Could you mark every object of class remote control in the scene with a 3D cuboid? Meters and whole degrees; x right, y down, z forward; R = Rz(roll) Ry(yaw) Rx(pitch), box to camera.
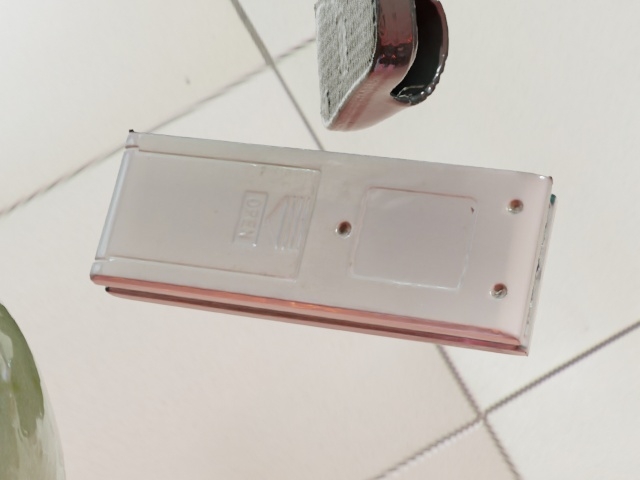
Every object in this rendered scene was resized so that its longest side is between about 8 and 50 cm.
[{"bbox_3d":[0.000,0.000,0.927,0.277,0.055,0.103,7,73,19],"label":"remote control"}]

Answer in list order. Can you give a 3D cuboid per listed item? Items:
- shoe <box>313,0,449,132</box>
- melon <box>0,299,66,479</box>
[{"bbox_3d":[0.054,-0.142,1.101,0.093,0.241,0.108,-4,86,-10],"label":"shoe"},{"bbox_3d":[-0.242,0.095,0.612,0.272,0.272,0.308,-37,61,-6],"label":"melon"}]
